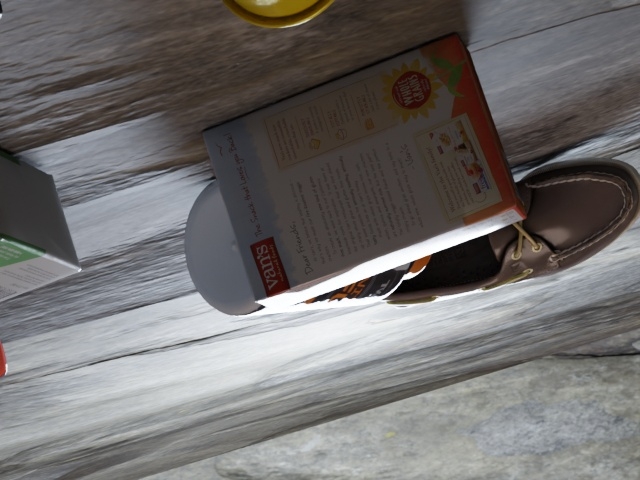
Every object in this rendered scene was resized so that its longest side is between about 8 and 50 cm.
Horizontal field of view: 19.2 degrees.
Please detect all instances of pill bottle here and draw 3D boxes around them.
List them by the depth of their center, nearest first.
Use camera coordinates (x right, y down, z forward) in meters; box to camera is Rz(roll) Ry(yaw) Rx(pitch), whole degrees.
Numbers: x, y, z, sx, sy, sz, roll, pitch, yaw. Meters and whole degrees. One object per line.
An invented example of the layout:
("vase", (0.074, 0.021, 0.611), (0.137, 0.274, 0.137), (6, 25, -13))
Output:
("pill bottle", (0.000, 0.000, 1.790), (0.245, 0.130, 0.130), (-4, 160, -47))

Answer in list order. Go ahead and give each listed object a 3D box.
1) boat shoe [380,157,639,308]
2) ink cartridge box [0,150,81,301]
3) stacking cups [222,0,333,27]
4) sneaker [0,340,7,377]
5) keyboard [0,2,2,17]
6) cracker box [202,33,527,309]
("boat shoe", (0.192, -0.003, 2.037), (0.324, 0.117, 0.096), (-18, -178, 21))
("ink cartridge box", (-0.323, 0.009, 1.495), (0.212, 0.093, 0.154), (-22, 165, 12))
("stacking cups", (-0.069, -0.195, 1.000), (0.096, 0.096, 0.316), (-21, 167, 13))
("sneaker", (-0.418, 0.181, 1.964), (0.148, 0.131, 0.350), (-5, 162, -28))
("keyboard", (-0.338, -0.120, 1.102), (0.317, 0.033, 0.201), (-11, 165, -29))
("cracker box", (0.036, -0.054, 1.567), (0.232, 0.156, 0.067), (-20, 167, 10))
